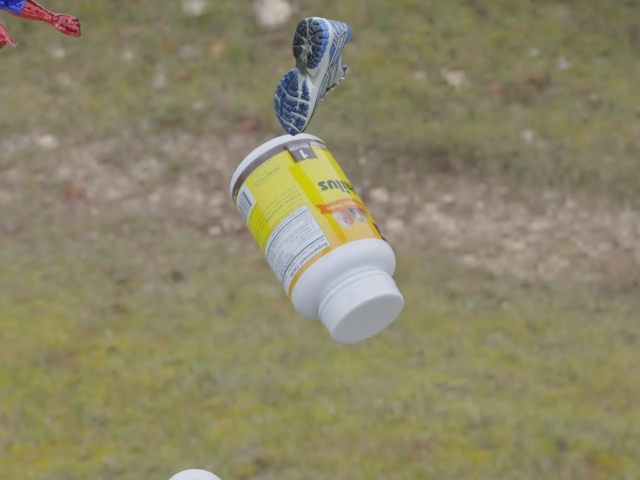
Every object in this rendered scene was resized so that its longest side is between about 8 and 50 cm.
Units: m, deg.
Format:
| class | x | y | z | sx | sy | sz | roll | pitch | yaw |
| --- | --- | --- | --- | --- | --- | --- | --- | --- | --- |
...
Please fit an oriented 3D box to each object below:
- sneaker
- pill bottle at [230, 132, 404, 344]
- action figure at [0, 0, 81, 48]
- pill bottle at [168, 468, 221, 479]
| class | x | y | z | sx | sy | sz | roll | pitch | yaw |
| --- | --- | --- | --- | --- | --- | --- | --- | --- | --- |
| sneaker | -0.002 | -0.161 | 1.848 | 0.058 | 0.135 | 0.052 | -12 | 47 | -39 |
| pill bottle | 0.000 | 0.000 | 1.925 | 0.117 | 0.117 | 0.215 | -21 | 60 | -19 |
| action figure | -0.207 | -0.225 | 1.498 | 0.280 | 0.091 | 0.139 | -34 | 69 | -3 |
| pill bottle | -0.142 | 0.340 | 2.088 | 0.108 | 0.108 | 0.193 | -10 | 24 | 1 |
